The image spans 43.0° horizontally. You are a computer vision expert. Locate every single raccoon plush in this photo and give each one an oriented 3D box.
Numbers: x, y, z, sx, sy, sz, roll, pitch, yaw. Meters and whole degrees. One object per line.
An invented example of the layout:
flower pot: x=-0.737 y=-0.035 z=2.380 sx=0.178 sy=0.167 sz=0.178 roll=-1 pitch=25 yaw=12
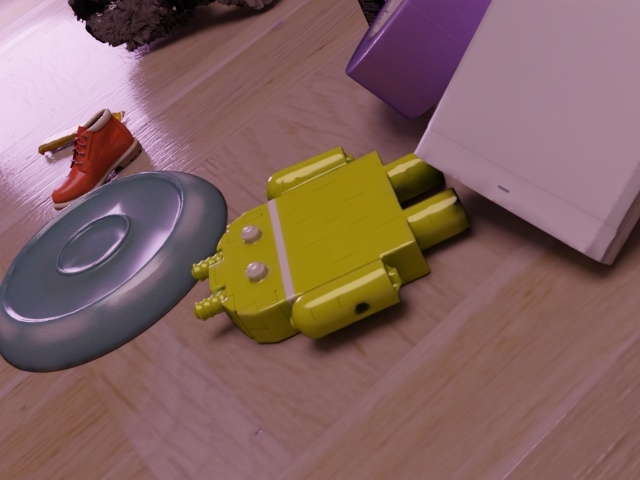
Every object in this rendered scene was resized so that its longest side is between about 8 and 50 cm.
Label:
raccoon plush: x=-0.260 y=-0.486 z=1.531 sx=0.446 sy=0.216 sz=0.299 roll=15 pitch=34 yaw=9

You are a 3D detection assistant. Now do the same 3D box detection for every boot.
boot: x=-0.330 y=-0.114 z=1.137 sx=0.059 sy=0.085 sz=0.158 roll=12 pitch=54 yaw=42

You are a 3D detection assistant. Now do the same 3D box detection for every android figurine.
android figurine: x=0.000 y=0.000 z=0.785 sx=0.272 sy=0.056 sz=0.248 roll=-23 pitch=36 yaw=8

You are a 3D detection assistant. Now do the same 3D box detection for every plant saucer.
plant saucer: x=-0.260 y=0.016 z=0.962 sx=0.317 sy=0.044 sz=0.318 roll=-20 pitch=36 yaw=15

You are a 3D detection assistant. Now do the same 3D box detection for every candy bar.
candy bar: x=-0.386 y=-0.174 z=1.306 sx=0.161 sy=0.018 sz=0.040 roll=-18 pitch=33 yaw=17

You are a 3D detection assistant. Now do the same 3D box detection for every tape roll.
tape roll: x=0.140 y=-0.266 z=0.860 sx=0.275 sy=0.090 sz=0.275 roll=-53 pitch=10 yaw=13

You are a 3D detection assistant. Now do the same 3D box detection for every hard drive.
hard drive: x=0.223 y=-0.163 z=0.656 sx=0.203 sy=0.040 sz=0.308 roll=36 pitch=107 yaw=38

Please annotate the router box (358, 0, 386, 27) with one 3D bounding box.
router box: x=0.119 y=-0.365 z=1.078 sx=0.046 sy=0.133 sz=0.179 roll=18 pitch=57 yaw=46
